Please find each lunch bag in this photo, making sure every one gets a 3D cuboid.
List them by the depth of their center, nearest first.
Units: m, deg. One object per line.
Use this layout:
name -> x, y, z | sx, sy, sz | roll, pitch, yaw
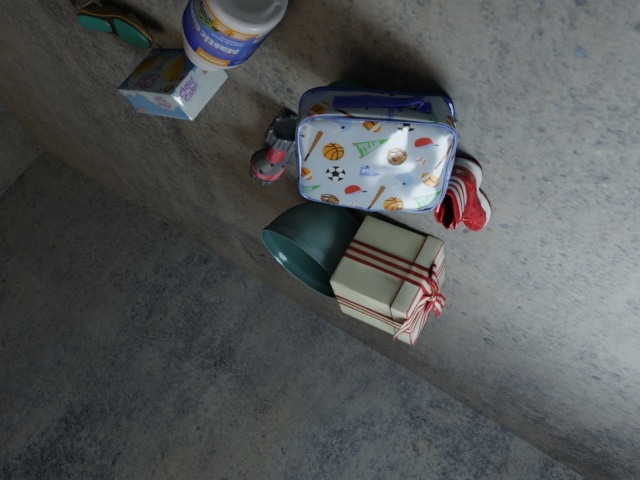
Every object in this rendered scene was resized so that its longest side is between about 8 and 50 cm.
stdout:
lunch bag -> 0.104, -0.171, 1.154 | 0.303, 0.115, 0.243 | 3, 138, 2

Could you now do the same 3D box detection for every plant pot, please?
plant pot -> 0.000, 0.000, 1.808 | 0.293, 0.196, 0.293 | 35, 161, 14

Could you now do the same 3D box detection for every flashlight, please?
flashlight -> -0.119, -0.230, 1.610 | 0.103, 0.103, 0.304 | 39, 163, -1

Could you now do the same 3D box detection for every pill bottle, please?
pill bottle -> -0.174, -0.411, 1.170 | 0.152, 0.152, 0.272 | 40, 160, -15

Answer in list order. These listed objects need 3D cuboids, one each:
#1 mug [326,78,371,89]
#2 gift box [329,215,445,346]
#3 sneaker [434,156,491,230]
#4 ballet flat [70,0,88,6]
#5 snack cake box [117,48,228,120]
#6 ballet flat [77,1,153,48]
mug -> 0.039, -0.247, 1.231 | 0.157, 0.097, 0.129 | -7, 139, 14
gift box -> 0.194, 0.131, 1.679 | 0.258, 0.276, 0.255 | 21, 162, 22
sneaker -> 0.279, -0.059, 1.287 | 0.087, 0.128, 0.221 | 21, 157, 36
ballet flat -> -0.546, -0.624, 1.467 | 0.084, 0.058, 0.250 | 61, 151, -7
snack cake box -> -0.371, -0.392, 1.563 | 0.264, 0.152, 0.089 | 17, 154, 43
ballet flat -> -0.493, -0.539, 1.546 | 0.232, 0.073, 0.080 | 23, 151, 15
